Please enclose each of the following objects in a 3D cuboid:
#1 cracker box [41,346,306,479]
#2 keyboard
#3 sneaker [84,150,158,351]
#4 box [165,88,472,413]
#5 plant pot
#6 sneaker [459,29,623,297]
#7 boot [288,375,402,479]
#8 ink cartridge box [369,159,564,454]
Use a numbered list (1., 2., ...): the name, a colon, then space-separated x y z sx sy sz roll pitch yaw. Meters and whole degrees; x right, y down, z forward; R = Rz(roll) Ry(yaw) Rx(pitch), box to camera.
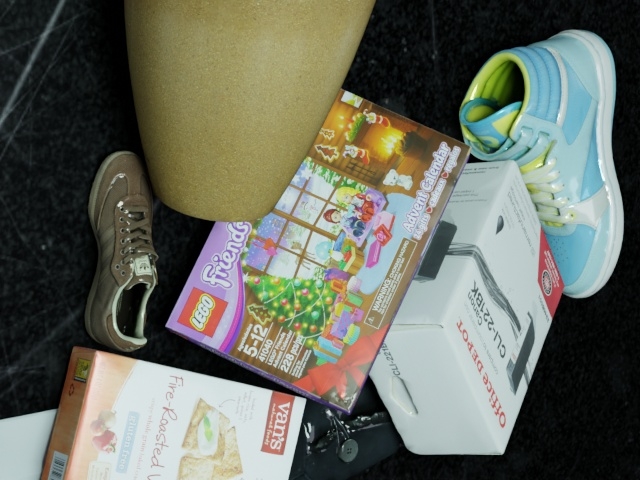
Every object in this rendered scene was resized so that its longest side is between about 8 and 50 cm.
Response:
1. cracker box: -0.140 0.202 1.465 0.232 0.067 0.155 16 83 -29
2. keyboard: -0.318 0.204 1.392 0.256 0.014 0.072 -8 100 -42
3. sneaker: -0.175 0.012 1.429 0.066 0.071 0.188 -5 104 -42
4. box: 0.000 0.000 1.511 0.057 0.201 0.293 85 30 -80
5. plant pot: -0.078 -0.156 1.395 0.237 0.237 0.254 -12 123 -40
6. sneaker: 0.244 -0.079 1.758 0.208 0.127 0.319 -11 98 -42
7. boot: 0.009 0.270 1.649 0.207 0.094 0.246 -27 112 -31
8. ink cartridge box: 0.157 0.073 1.661 0.197 0.114 0.273 63 38 -33
